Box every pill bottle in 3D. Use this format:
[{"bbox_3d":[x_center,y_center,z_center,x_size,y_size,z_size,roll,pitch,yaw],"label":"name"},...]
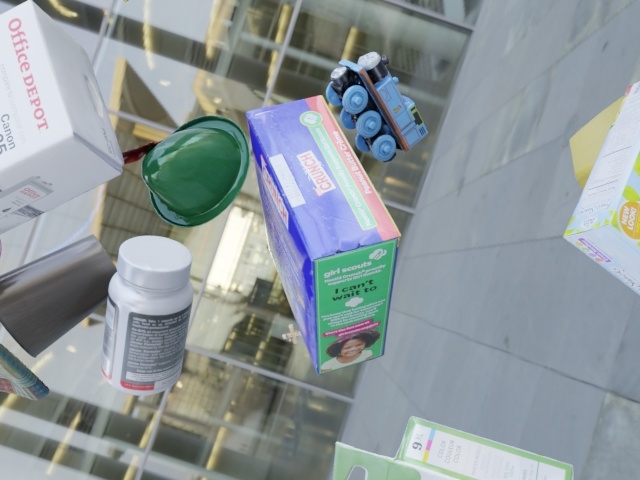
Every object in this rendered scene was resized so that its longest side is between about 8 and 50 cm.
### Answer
[{"bbox_3d":[-0.336,0.145,1.344,0.161,0.161,0.283,-73,-2,-64],"label":"pill bottle"}]

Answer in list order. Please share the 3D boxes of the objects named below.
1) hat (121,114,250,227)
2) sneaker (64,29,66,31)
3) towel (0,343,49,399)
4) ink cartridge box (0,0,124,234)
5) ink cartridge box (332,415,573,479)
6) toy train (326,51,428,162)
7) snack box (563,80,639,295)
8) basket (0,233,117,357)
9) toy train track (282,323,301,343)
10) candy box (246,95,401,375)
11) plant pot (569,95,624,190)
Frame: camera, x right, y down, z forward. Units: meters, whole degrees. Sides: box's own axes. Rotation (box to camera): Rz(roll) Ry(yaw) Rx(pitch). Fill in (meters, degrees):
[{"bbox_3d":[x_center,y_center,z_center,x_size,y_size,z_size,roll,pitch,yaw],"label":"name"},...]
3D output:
[{"bbox_3d":[-0.226,-0.119,0.960,0.208,0.173,0.183,-54,-29,1],"label":"hat"},{"bbox_3d":[-0.526,-0.351,1.274,0.212,0.080,0.094,-83,-12,-79],"label":"sneaker"},{"bbox_3d":[-0.559,0.120,0.928,0.370,0.271,0.040,83,-160,-56],"label":"towel"},{"bbox_3d":[-0.407,-0.123,0.815,0.207,0.283,0.117,66,-175,20],"label":"ink cartridge box"},{"bbox_3d":[0.119,0.237,0.651,0.062,0.209,0.109,-57,-24,-53],"label":"ink cartridge box"},{"bbox_3d":[0.086,-0.206,1.060,0.105,0.184,0.080,-41,36,-7],"label":"toy train"},{"bbox_3d":[0.363,-0.043,0.697,0.207,0.174,0.070,-59,12,-22],"label":"snack box"},{"bbox_3d":[-0.518,0.098,1.369,0.227,0.154,0.204,-34,-34,-15],"label":"basket"},{"bbox_3d":[-0.044,0.206,1.519,0.014,0.083,0.048,-71,-33,-73],"label":"toy train track"},{"bbox_3d":[0.000,0.000,0.985,0.317,0.122,0.268,86,163,-55],"label":"candy box"},{"bbox_3d":[0.607,-0.149,1.340,0.187,0.212,0.212,-22,32,30],"label":"plant pot"}]
